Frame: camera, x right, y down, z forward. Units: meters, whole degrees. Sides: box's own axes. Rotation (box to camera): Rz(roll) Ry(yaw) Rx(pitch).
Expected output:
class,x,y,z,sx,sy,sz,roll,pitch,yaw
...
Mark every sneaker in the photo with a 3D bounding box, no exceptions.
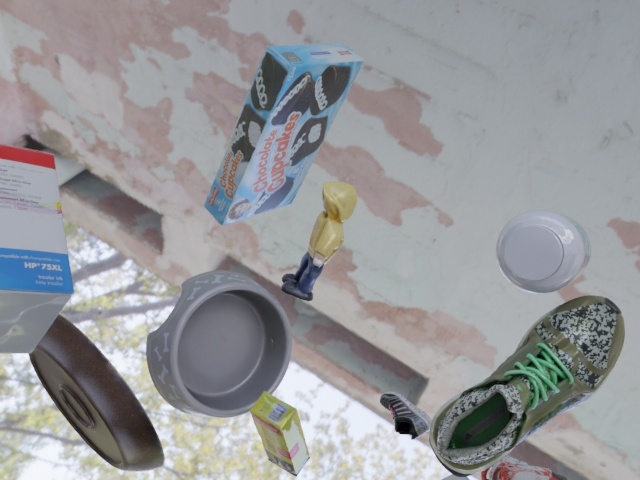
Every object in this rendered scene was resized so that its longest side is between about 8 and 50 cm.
class,x,y,z,sx,sy,sz,roll,pitch,yaw
sneaker,0.346,0.250,1.051,0.158,0.410,0.182,47,5,19
sneaker,0.199,0.439,1.583,0.170,0.075,0.063,26,-39,46
sneaker,0.370,0.482,1.234,0.145,0.270,0.090,8,-95,39

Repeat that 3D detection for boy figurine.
class,x,y,z,sx,sy,sz,roll,pitch,yaw
boy figurine,0.000,0.000,1.449,0.092,0.177,0.285,20,-68,-8

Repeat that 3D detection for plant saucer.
class,x,y,z,sx,sy,sz,roll,pitch,yaw
plant saucer,-0.362,0.247,0.985,0.311,0.050,0.310,29,-42,30

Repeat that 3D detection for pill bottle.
class,x,y,z,sx,sy,sz,roll,pitch,yaw
pill bottle,0.401,0.019,1.139,0.146,0.264,0.146,1,-89,27

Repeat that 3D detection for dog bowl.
class,x,y,z,sx,sy,sz,roll,pitch,yaw
dog bowl,-0.218,0.245,1.462,0.102,0.349,0.348,3,-52,56

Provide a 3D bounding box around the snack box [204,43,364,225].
class,x,y,z,sx,sy,sz,roll,pitch,yaw
snack box,-0.066,-0.177,1.070,0.060,0.187,0.322,45,-51,20

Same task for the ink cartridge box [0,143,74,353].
class,x,y,z,sx,sy,sz,roll,pitch,yaw
ink cartridge box,-0.341,-0.009,0.689,0.134,0.078,0.231,-43,-126,35

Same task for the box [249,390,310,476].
class,x,y,z,sx,sy,sz,roll,pitch,yaw
box,-0.083,0.417,1.355,0.087,0.058,0.232,23,-37,25

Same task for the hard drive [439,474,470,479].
class,x,y,z,sx,sy,sz,roll,pitch,yaw
hard drive,0.384,0.706,1.470,0.353,0.047,0.233,45,-43,7
